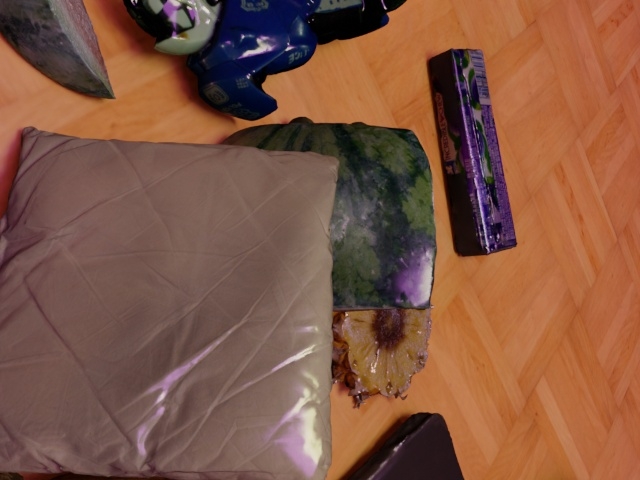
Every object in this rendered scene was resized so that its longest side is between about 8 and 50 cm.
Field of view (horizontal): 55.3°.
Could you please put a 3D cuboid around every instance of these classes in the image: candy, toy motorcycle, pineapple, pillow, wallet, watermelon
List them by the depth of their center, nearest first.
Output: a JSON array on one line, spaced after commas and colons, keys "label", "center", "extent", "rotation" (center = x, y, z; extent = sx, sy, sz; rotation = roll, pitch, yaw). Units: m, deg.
[{"label": "pillow", "center": [-0.124, 0.038, 0.471], "extent": [0.274, 0.076, 0.281], "rotation": [3, 60, -2]}, {"label": "watermelon", "center": [-0.233, -0.203, 0.523], "extent": [0.094, 0.081, 0.180], "rotation": [-55, 139, -55]}, {"label": "watermelon", "center": [0.000, 0.000, 0.630], "extent": [0.201, 0.261, 0.213], "rotation": [46, 48, -62]}, {"label": "toy motorcycle", "center": [-0.046, -0.247, 0.662], "extent": [0.331, 0.125, 0.197], "rotation": [-31, 107, -36]}, {"label": "wallet", "center": [0.068, 0.348, 0.731], "extent": [0.309, 0.042, 0.165], "rotation": [-32, 105, -36]}, {"label": "pineapple", "center": [0.074, 0.107, 0.766], "extent": [0.221, 0.047, 0.221], "rotation": [5, 83, -41]}, {"label": "candy", "center": [0.229, -0.133, 0.925], "extent": [0.088, 0.061, 0.313], "rotation": [-9, 90, -41]}]

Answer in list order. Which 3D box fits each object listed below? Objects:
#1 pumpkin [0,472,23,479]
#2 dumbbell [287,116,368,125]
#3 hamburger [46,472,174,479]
[{"label": "pumpkin", "center": [-0.295, 0.208, 0.372], "extent": [0.247, 0.125, 0.131], "rotation": [-18, 99, -42]}, {"label": "dumbbell", "center": [0.012, -0.121, 0.741], "extent": [0.117, 0.046, 0.052], "rotation": [-4, 92, -42]}, {"label": "hamburger", "center": [-0.134, 0.236, 0.474], "extent": [0.181, 0.191, 0.118], "rotation": [5, 87, -22]}]
